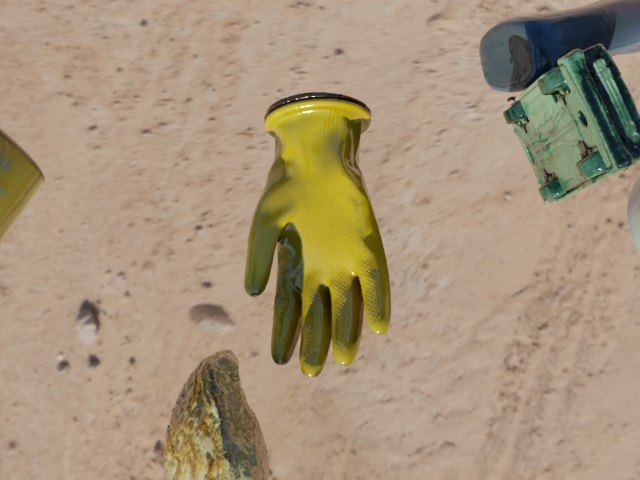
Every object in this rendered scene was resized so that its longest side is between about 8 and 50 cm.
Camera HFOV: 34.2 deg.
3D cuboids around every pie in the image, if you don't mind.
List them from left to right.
[{"bbox_3d":[-0.102,0.218,1.068,0.178,0.084,0.205,-65,37,42],"label":"pie"}]

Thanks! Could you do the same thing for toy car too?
[{"bbox_3d":[0.285,-0.129,1.167,0.097,0.320,0.141,-24,87,-3],"label":"toy car"}]

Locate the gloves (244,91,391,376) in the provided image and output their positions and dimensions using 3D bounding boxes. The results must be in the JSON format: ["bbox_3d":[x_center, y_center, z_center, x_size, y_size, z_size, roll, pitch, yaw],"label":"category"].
[{"bbox_3d":[0.001,0.000,1.110,0.133,0.116,0.294,-13,69,32],"label":"gloves"}]

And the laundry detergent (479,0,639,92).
[{"bbox_3d":[0.359,-0.270,1.370,0.290,0.143,0.094,-17,91,-23],"label":"laundry detergent"}]

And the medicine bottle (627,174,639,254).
[{"bbox_3d":[0.580,-0.073,1.403,0.245,0.290,0.244,2,70,-5],"label":"medicine bottle"}]

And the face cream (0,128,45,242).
[{"bbox_3d":[-0.402,0.002,1.024,0.139,0.285,0.067,41,150,-22],"label":"face cream"}]
